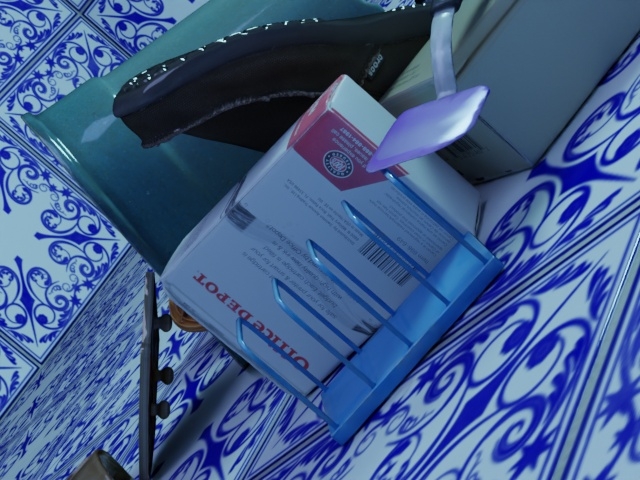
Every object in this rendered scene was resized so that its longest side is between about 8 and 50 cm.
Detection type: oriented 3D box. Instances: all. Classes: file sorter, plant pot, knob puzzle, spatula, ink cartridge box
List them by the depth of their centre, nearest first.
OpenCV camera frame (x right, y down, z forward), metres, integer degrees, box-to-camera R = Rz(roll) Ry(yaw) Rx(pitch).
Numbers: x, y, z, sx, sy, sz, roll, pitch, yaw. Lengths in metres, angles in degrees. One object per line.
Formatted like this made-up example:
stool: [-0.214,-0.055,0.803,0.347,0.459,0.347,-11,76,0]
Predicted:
file sorter: [0.031,0.039,1.165,0.170,0.104,0.118,-48,9,4]
spatula: [0.096,-0.154,1.217,0.084,0.030,0.296,-17,40,29]
ink cartridge box: [0.000,0.000,1.299,0.218,0.158,0.092,-45,11,25]
plant pot: [-0.068,-0.106,1.638,0.334,0.341,0.341,-42,8,-4]
knob puzzle: [-0.167,0.154,1.649,0.213,0.030,0.213,-178,90,-87]

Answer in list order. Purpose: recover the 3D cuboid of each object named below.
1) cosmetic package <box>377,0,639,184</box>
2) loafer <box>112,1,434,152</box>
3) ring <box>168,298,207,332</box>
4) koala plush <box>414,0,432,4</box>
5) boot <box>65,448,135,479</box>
cosmetic package: [0.199,-0.201,1.339,0.309,0.113,0.160,-52,10,-14]
loafer: [-0.003,-0.122,1.387,0.366,0.130,0.134,-15,3,-32]
ring: [-0.064,-0.029,1.911,0.336,0.032,0.336,-37,23,18]
koala plush: [0.175,-0.247,1.571,0.196,0.203,0.221,-103,33,-65]
boot: [-0.291,0.323,1.614,0.269,0.089,0.236,-50,21,-2]
